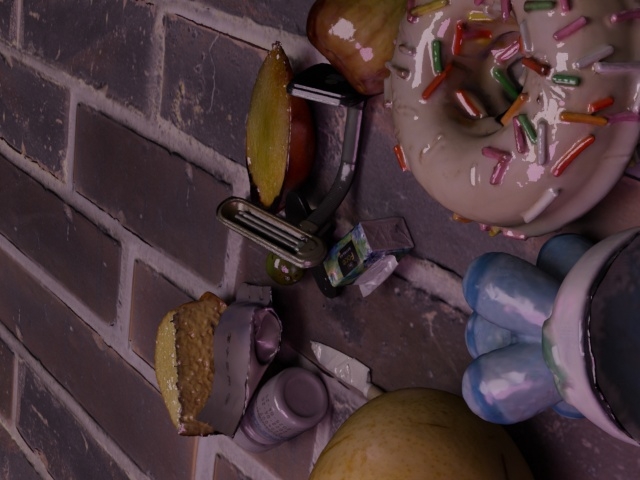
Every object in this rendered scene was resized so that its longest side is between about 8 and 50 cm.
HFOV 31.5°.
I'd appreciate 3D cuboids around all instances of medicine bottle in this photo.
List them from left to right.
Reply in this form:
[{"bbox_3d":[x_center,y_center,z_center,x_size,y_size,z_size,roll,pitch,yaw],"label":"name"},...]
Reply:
[{"bbox_3d":[-0.069,0.276,1.840,0.168,0.105,0.105,-37,65,50],"label":"medicine bottle"}]

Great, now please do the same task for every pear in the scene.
[{"bbox_3d":[0.130,0.340,1.416,0.309,0.309,0.309,11,104,54],"label":"pear"}]

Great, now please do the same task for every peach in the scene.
[{"bbox_3d":[-0.059,-0.177,1.795,0.189,0.068,0.279,42,129,52],"label":"peach"}]

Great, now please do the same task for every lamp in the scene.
[{"bbox_3d":[-0.036,-0.125,1.667,0.203,0.124,0.283,20,106,23],"label":"lamp"}]

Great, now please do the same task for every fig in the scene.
[{"bbox_3d":[0.089,-0.294,1.509,0.160,0.143,0.230,51,135,-7],"label":"fig"}]

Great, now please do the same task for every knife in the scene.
[{"bbox_3d":[0.065,0.212,1.718,0.298,0.017,0.047,29,116,54],"label":"knife"}]

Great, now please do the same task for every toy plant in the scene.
[{"bbox_3d":[0.276,0.102,1.251,0.332,0.247,0.247,-3,92,62],"label":"toy plant"}]

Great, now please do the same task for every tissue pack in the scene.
[{"bbox_3d":[0.071,0.027,1.623,0.111,0.085,0.079,-44,61,47],"label":"tissue pack"}]

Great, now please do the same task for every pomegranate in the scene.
[{"bbox_3d":[-0.053,0.036,1.823,0.084,0.073,0.073,-88,-1,-80],"label":"pomegranate"}]

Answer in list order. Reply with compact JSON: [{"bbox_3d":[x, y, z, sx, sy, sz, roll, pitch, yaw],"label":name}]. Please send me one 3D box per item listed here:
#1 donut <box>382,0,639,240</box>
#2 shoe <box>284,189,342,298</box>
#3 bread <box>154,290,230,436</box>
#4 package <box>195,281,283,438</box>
[{"bbox_3d":[0.217,-0.187,1.316,0.382,0.142,0.383,1,91,55],"label":"donut"},{"bbox_3d":[0.000,0.000,1.758,0.071,0.049,0.179,-9,107,60],"label":"shoe"},{"bbox_3d":[-0.225,0.221,2.036,0.134,0.129,0.260,-1,93,62],"label":"bread"},{"bbox_3d":[-0.132,0.195,1.892,0.204,0.062,0.251,180,107,-70],"label":"package"}]
